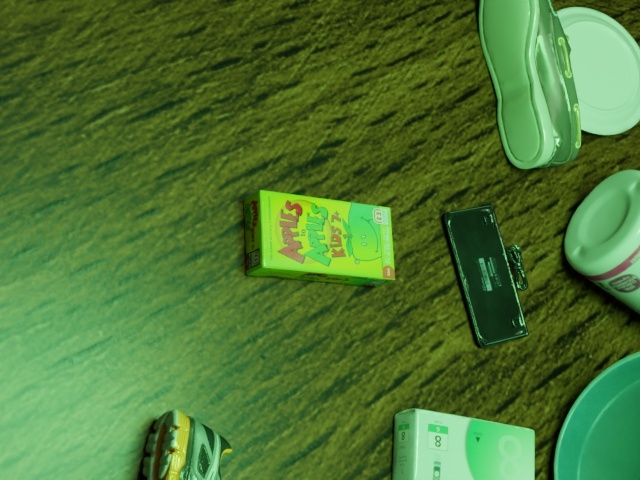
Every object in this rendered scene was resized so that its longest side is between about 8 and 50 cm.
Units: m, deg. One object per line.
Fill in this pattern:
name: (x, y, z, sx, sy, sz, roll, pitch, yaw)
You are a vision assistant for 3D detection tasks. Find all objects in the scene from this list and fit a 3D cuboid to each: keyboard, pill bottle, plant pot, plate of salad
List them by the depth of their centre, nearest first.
plant pot: (0.479, 0.308, 1.512, 0.255, 0.271, 0.272, 35, 59, -35)
keyboard: (0.223, 0.043, 1.562, 0.108, 0.023, 0.180, -10, 82, -28)
pill bottle: (0.487, 0.040, 1.647, 0.283, 0.160, 0.160, 32, 61, -21)
plate of salad: (0.389, -0.243, 1.740, 0.199, 0.048, 0.200, 7, 71, -20)

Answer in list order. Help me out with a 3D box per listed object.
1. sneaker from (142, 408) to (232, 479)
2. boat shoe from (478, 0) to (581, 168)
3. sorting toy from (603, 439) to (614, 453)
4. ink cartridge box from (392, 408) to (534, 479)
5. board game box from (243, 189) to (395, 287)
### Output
sneaker: (-0.139, 0.282, 1.221, 0.083, 0.084, 0.215, 23, 63, -30)
boat shoe: (0.291, -0.248, 1.645, 0.091, 0.109, 0.305, -3, 84, -34)
sorting toy: (0.382, 0.235, 1.611, 0.062, 0.012, 0.083, 45, 57, -13)
ink cartridge box: (0.170, 0.323, 1.424, 0.181, 0.056, 0.225, 14, 67, -29)
board game box: (0.000, 0.000, 1.417, 0.181, 0.043, 0.092, 7, 72, -31)
